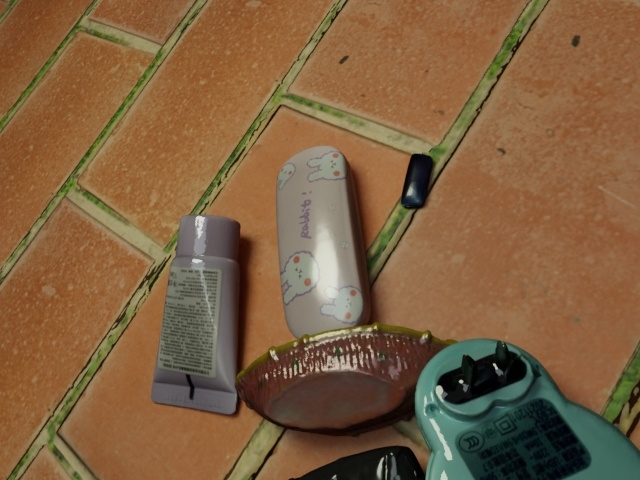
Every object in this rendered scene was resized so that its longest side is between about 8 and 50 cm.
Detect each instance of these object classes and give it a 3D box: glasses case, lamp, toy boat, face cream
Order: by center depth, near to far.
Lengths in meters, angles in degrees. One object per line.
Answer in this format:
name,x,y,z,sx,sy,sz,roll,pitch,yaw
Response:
lamp,0.192,0.225,0.524,0.209,0.147,0.284,-19,69,-8
toy boat,0.025,0.171,0.670,0.318,0.099,0.141,-13,103,19
glasses case,0.000,0.000,0.767,0.113,0.075,0.297,-17,60,19
glasses case,0.134,-0.086,0.775,0.033,0.023,0.083,5,70,29
face cream,-0.172,0.103,0.802,0.154,0.096,0.274,1,80,25

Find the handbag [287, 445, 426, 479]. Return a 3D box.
handbag,0.035,0.377,0.573,0.244,0.088,0.275,-26,61,14
